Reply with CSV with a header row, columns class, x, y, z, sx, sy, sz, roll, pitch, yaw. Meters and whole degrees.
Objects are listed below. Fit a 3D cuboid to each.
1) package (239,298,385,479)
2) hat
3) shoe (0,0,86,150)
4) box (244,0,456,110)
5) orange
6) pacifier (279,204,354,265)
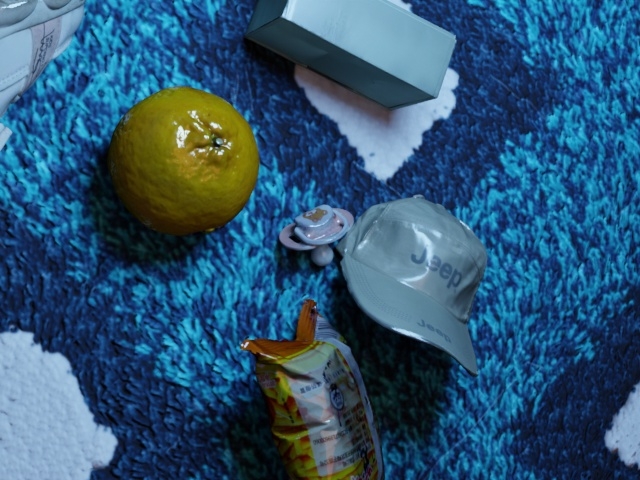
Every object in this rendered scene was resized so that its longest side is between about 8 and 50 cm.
class,x,y,z,sx,sy,sz,roll,pitch,yaw
package,0.009,0.221,1.482,0.108,0.223,0.288,-22,92,21
hat,0.146,0.046,1.551,0.214,0.245,0.149,28,98,-22
shoe,-0.402,-0.181,1.346,0.351,0.172,0.198,-33,139,-40
box,0.036,-0.253,1.547,0.225,0.129,0.086,23,79,-21
orange,-0.157,-0.091,1.446,0.177,0.155,0.178,0,91,-11
pacifier,0.000,0.000,1.558,0.099,0.081,0.078,-25,126,-22
